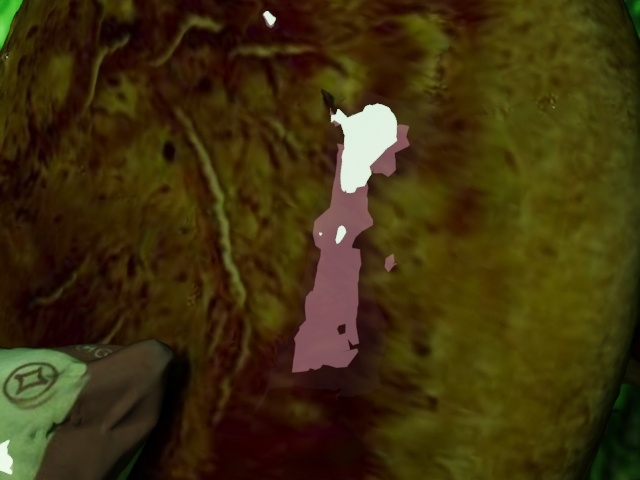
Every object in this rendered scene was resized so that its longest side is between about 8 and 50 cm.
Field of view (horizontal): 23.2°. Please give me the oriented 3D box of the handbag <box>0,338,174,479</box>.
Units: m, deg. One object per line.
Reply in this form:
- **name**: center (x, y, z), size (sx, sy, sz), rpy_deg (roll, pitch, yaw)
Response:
- **handbag**: center (-0.167, 0.120, 0.528), size (0.235, 0.127, 0.213), rpy_deg (6, 74, 41)

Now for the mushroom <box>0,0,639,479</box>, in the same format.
- **mushroom**: center (-0.018, -0.003, 0.600), size (0.345, 0.239, 0.345), rpy_deg (-14, 60, 26)
